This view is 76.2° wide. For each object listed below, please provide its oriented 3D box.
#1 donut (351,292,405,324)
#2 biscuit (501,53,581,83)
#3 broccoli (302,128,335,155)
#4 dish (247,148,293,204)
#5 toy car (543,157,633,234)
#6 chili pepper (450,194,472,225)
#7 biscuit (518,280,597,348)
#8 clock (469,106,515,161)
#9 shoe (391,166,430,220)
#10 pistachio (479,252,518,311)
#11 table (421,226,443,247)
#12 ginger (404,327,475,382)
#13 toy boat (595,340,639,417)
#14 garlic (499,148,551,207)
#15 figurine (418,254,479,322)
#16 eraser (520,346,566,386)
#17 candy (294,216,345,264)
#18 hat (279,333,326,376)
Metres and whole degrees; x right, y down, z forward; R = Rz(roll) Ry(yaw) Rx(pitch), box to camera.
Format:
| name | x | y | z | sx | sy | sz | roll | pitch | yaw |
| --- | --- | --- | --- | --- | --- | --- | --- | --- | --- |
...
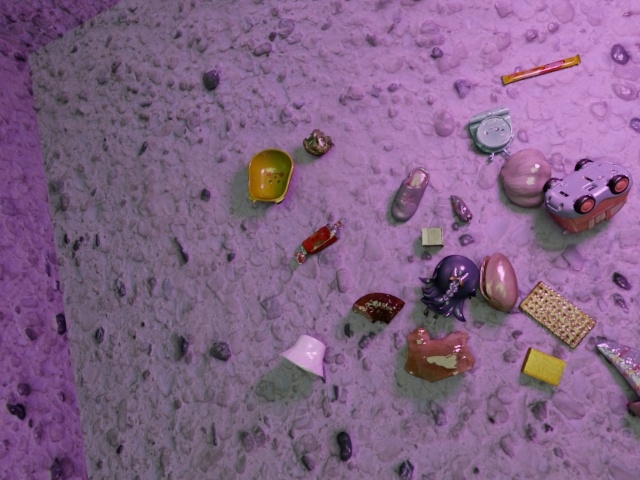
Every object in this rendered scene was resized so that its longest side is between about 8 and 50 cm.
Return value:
| name | x | y | z | sx | sy | sz | roll | pitch | yaw |
| --- | --- | --- | --- | --- | --- | --- | --- | --- | --- |
| donut | 0.227 | 0.261 | 1.654 | 0.187 | 0.126 | 0.144 | 28 | 82 | 19 |
| biscuit | 0.900 | -0.697 | 1.670 | 0.292 | 0.026 | 0.048 | -12 | 58 | 14 |
| broccoli | -0.012 | -0.441 | 1.847 | 0.130 | 0.120 | 0.131 | -19 | 41 | -7 |
| dish | -0.219 | -0.282 | 1.885 | 0.221 | 0.108 | 0.262 | 3 | 80 | 17 |
| toy car | 0.958 | -0.146 | 1.464 | 0.271 | 0.212 | 0.180 | -33 | 34 | 6 |
| chili pepper | 0.573 | -0.124 | 1.657 | 0.050 | 0.041 | 0.153 | -19 | 58 | -8 |
| biscuit | 0.871 | 0.273 | 1.510 | 0.231 | 0.016 | 0.139 | 40 | 93 | 19 |
| clock | 0.707 | -0.428 | 1.658 | 0.160 | 0.066 | 0.210 | -16 | 77 | 14 |
| shoe | 0.374 | -0.201 | 1.700 | 0.103 | 0.100 | 0.250 | 25 | 85 | 18 |
| pistachio | 0.668 | 0.159 | 1.539 | 0.152 | 0.126 | 0.223 | -1 | 72 | -18 |
| table | 0.456 | -0.013 | 1.660 | 0.083 | 0.062 | 0.079 | -3 | 80 | 16 |
| ginger | 0.440 | 0.427 | 1.556 | 0.276 | 0.130 | 0.221 | -31 | 65 | 4 |
| toy boat | 1.083 | 0.454 | 1.393 | 0.206 | 0.096 | 0.282 | -32 | 60 | 2 |
| garlic | 0.794 | -0.242 | 1.562 | 0.178 | 0.143 | 0.229 | -6 | 87 | 14 |
| figurine | 0.497 | 0.183 | 1.566 | 0.175 | 0.197 | 0.264 | 20 | 82 | -17 |
| eraser | 0.808 | 0.457 | 1.482 | 0.123 | 0.045 | 0.097 | 20 | 87 | 18 |
| candy | 0.000 | -0.001 | 1.796 | 0.292 | 0.059 | 0.086 | -36 | 69 | 7 |
| hat | -0.057 | 0.464 | 1.685 | 0.203 | 0.203 | 0.126 | 20 | 71 | 19 |
